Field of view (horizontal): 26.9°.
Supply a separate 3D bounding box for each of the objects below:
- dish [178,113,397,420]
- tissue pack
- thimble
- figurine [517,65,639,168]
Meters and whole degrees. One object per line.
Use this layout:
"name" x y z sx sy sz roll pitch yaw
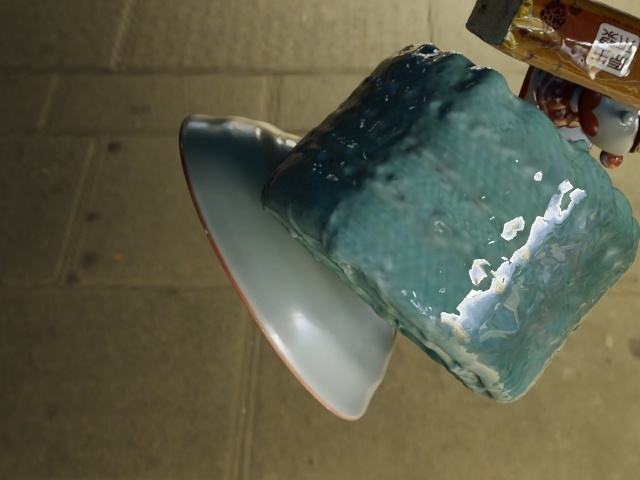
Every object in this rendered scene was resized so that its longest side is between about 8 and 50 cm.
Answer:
"dish" 0.000 0.000 1.002 0.085 0.260 0.260 -30 40 12
"tissue pack" 0.285 -0.213 1.428 0.226 0.092 0.183 21 14 -12
"thimble" 0.080 -0.010 0.811 0.198 0.235 0.143 41 86 15
"figurine" 0.405 -0.189 1.845 0.160 0.183 0.226 18 3 -30
